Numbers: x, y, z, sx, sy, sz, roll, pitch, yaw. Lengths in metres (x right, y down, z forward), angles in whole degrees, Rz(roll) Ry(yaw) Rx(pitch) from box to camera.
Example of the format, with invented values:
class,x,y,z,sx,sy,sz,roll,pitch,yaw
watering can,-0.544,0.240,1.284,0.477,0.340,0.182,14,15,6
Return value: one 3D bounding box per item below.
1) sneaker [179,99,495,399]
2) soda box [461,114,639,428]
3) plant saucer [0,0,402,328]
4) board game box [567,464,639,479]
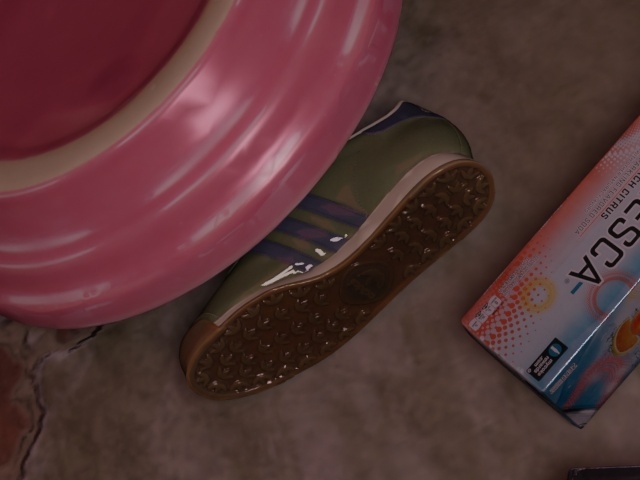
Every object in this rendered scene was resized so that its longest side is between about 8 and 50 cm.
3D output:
class,x,y,z,sx,sy,sz,roll,pitch,yaw
sneaker,0.000,0.000,0.962,0.192,0.064,0.086,-38,41,11
soda box,0.155,-0.002,0.874,0.183,0.058,0.063,-49,54,0
plant saucer,-0.112,-0.113,1.025,0.332,0.084,0.332,-21,49,26
board game box,0.221,0.173,0.749,0.243,0.042,0.165,-6,66,23
